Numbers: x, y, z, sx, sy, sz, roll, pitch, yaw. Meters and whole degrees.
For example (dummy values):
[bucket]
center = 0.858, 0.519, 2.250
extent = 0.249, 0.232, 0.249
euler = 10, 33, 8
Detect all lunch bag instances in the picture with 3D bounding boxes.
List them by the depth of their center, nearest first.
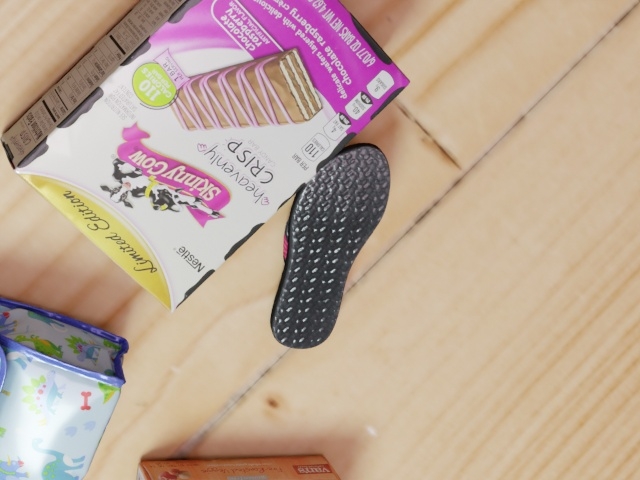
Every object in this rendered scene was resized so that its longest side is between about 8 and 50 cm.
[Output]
[lunch bag]
center = -0.225, 0.112, 1.074
extent = 0.151, 0.096, 0.129
euler = 22, 106, -11

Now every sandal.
[sandal]
center = 0.000, 0.000, 1.138
extent = 0.067, 0.040, 0.179
euler = 9, 123, -17

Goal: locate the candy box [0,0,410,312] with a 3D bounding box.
[candy box]
center = -0.078, -0.088, 1.050
extent = 0.233, 0.071, 0.159
euler = -44, 119, 3

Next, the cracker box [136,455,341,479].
[cracker box]
center = -0.074, 0.285, 1.209
extent = 0.156, 0.067, 0.232
euler = 2, 112, -21
